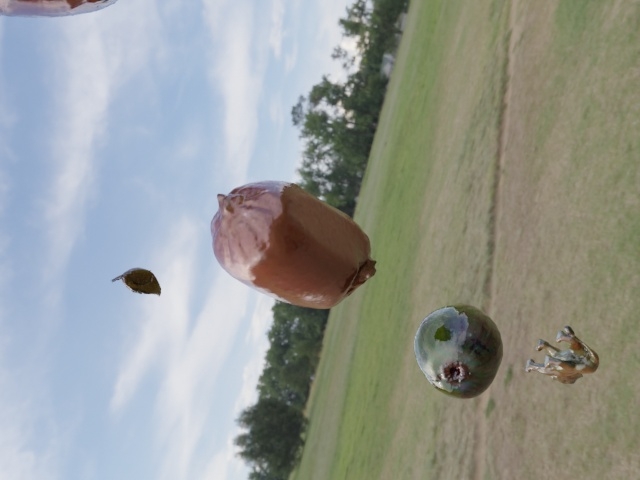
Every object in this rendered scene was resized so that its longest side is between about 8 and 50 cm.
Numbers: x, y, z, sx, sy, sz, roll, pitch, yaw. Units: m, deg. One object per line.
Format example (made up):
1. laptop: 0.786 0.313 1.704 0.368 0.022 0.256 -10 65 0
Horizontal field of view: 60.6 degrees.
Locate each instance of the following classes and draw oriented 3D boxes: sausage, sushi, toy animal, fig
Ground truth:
1. sausage: -0.034 0.010 0.689 0.254 0.148 0.148 38 -120 -49
2. sushi: -0.339 0.078 1.031 0.047 0.099 0.050 -12 53 47
3. toy animal: 0.656 0.319 1.451 0.312 0.158 0.097 90 -162 -69
4. fig: 0.237 0.157 0.913 0.245 0.149 0.149 -42 -34 -65

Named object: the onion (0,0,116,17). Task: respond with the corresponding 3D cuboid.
1. onion: -0.347 -0.415 0.625 0.341 0.342 0.340 13 -90 -86
